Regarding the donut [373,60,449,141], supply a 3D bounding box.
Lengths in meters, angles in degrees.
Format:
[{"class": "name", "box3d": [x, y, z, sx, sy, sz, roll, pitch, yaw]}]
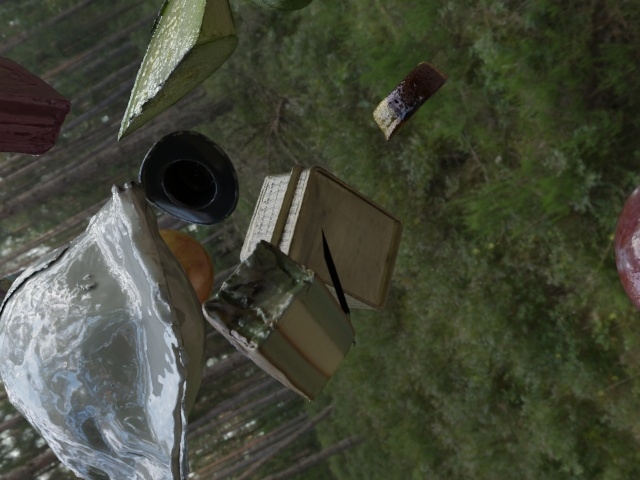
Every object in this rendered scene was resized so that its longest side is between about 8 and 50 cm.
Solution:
[{"class": "donut", "box3d": [0.182, -0.295, 1.304, 0.073, 0.184, 0.166, 45, -133, -3]}]

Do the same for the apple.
[{"class": "apple", "box3d": [-0.423, 0.102, 1.693, 0.286, 0.286, 0.233, 62, -147, -18]}]

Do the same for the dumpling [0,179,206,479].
[{"class": "dumpling", "box3d": [-0.195, 0.129, 0.578, 0.181, 0.341, 0.260, 16, -139, -56]}]

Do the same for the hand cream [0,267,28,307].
[{"class": "hand cream", "box3d": [-0.477, 0.083, 0.987, 0.058, 0.331, 0.085, -30, 90, 52]}]

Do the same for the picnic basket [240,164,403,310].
[{"class": "picnic basket", "box3d": [0.000, 0.000, 1.335, 0.313, 0.175, 0.228, 29, -111, -39]}]

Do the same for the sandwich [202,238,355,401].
[{"class": "sandwich", "box3d": [-0.052, 0.131, 0.978, 0.227, 0.155, 0.198, 37, 166, 3]}]

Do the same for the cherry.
[{"class": "cherry", "box3d": [0.542, 0.010, 0.906, 0.236, 0.285, 0.213, 46, 150, 0]}]

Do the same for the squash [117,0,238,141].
[{"class": "squash", "box3d": [-0.204, -0.282, 0.840, 0.155, 0.237, 0.204, 55, -134, -9]}]

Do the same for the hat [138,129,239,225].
[{"class": "hat", "box3d": [-0.146, -0.074, 0.710, 0.050, 0.121, 0.121, -93, -23, -56]}]

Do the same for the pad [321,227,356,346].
[{"class": "pad", "box3d": [0.031, 0.081, 1.102, 0.116, 0.004, 0.193, -96, -12, -62]}]

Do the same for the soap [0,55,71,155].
[{"class": "soap", "box3d": [-0.659, -0.250, 1.085, 0.233, 0.128, 0.360, 34, -159, 26]}]

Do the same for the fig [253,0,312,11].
[{"class": "fig", "box3d": [-0.119, -0.574, 1.286, 0.203, 0.235, 0.203, 175, 90, -68]}]
